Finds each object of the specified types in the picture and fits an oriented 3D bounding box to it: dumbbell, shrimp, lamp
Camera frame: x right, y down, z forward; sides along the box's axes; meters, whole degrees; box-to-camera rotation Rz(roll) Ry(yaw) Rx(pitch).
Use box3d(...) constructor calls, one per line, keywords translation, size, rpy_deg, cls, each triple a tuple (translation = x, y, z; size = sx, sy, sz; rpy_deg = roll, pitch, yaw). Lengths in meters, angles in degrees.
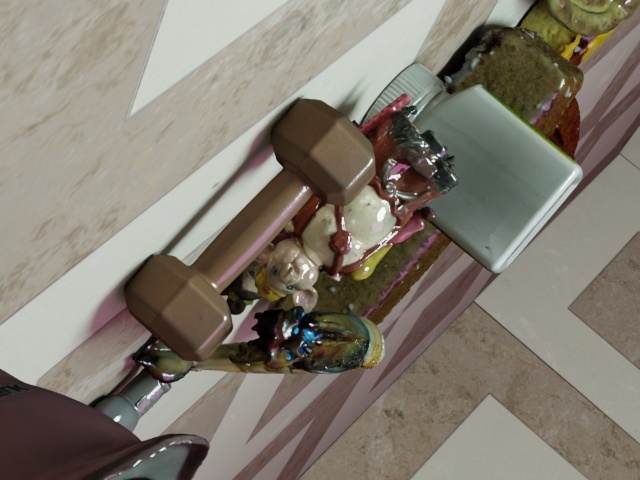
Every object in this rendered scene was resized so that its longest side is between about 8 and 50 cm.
box3d(translation=(-0.053, -0.009, 1.350), size=(0.231, 0.082, 0.092), rpy_deg=(-48, 171, -9), cls="dumbbell")
box3d(translation=(-0.061, 0.092, 1.473), size=(0.290, 0.222, 0.054), rpy_deg=(41, 47, -79), cls="shrimp")
box3d(translation=(0.006, -0.013, 1.505), size=(0.253, 0.118, 0.118), rpy_deg=(-37, 171, 7), cls="lamp")

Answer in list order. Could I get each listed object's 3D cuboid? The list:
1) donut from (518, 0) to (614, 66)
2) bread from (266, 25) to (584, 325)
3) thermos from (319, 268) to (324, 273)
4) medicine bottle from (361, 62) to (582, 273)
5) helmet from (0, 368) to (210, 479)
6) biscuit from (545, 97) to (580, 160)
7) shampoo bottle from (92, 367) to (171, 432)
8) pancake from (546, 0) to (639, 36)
box3d(translation=(0.286, -0.249, 1.940), size=(0.184, 0.073, 0.166), rpy_deg=(-46, 170, -11), cls="donut")
box3d(translation=(0.107, -0.047, 1.819), size=(0.416, 0.113, 0.165), rpy_deg=(-50, 169, 14), cls="bread")
box3d(translation=(0.005, 0.000, 1.661), size=(0.083, 0.073, 0.187), rpy_deg=(-52, 170, 9), cls="thermos")
box3d(translation=(0.136, -0.076, 1.603), size=(0.132, 0.188, 0.088), rpy_deg=(-50, 170, 6), cls="medicine bottle")
box3d(translation=(-0.233, 0.190, 0.996), size=(0.338, 0.197, 0.271), rpy_deg=(-59, 160, 20), cls="helmet")
box3d(translation=(0.261, -0.143, 2.056), size=(0.192, 0.049, 0.192), rpy_deg=(0, 90, -56), cls="biscuit")
box3d(translation=(-0.201, 0.177, 1.528), size=(0.165, 0.040, 0.080), rpy_deg=(-45, 168, -24), cls="shampoo bottle")
box3d(translation=(0.320, -0.325, 1.777), size=(0.250, 0.031, 0.250), rpy_deg=(-36, 147, -28), cls="pancake")
